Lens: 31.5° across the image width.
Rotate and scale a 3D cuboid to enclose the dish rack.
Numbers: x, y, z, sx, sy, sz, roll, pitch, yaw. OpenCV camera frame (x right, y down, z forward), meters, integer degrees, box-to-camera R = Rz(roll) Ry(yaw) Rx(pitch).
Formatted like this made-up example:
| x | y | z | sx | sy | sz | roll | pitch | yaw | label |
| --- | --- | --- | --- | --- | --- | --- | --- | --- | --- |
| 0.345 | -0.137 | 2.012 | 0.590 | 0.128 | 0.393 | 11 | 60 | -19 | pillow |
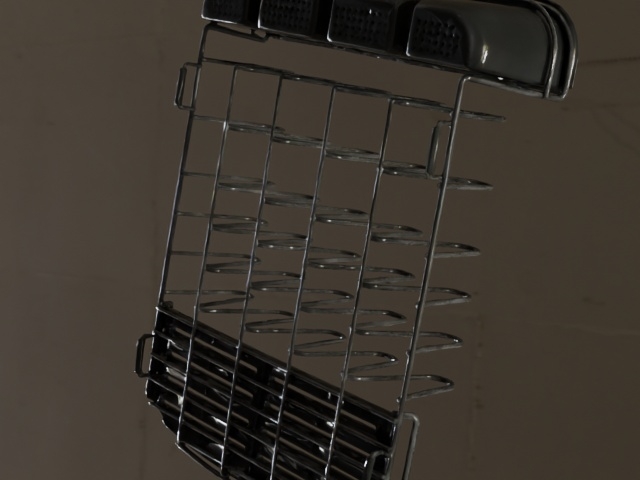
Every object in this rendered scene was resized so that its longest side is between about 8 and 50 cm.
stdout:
| x | y | z | sx | sy | sz | roll | pitch | yaw | label |
| --- | --- | --- | --- | --- | --- | --- | --- | --- | --- |
| 0.000 | 0.000 | 0.574 | 0.208 | 0.074 | 0.272 | 20 | -76 | 44 | dish rack |
